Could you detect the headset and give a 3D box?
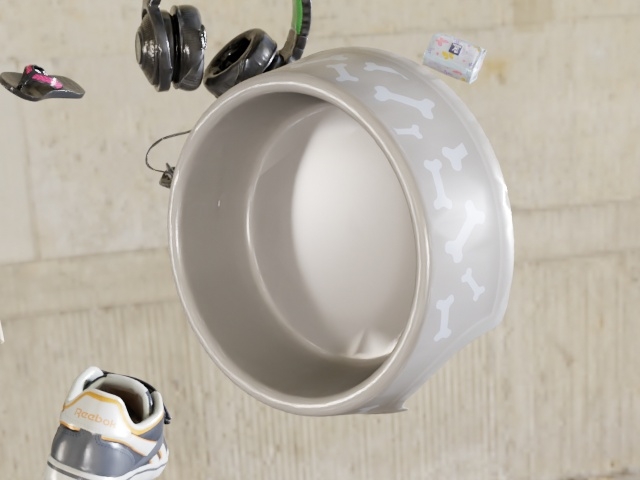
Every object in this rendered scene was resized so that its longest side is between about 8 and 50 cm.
[{"bbox_3d":[-0.154,-0.252,1.793,0.243,0.394,0.185,16,15,-23],"label":"headset"}]

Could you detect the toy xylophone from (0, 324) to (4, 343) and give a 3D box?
[{"bbox_3d":[-0.589,0.163,1.889,0.236,0.081,0.323,-19,40,-3],"label":"toy xylophone"}]

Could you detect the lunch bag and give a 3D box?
[{"bbox_3d":[0.174,-0.237,1.604,0.071,0.053,0.083,23,21,10],"label":"lunch bag"}]

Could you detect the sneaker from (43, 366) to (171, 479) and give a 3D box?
[{"bbox_3d":[-0.243,0.224,1.512,0.126,0.127,0.321,17,0,0],"label":"sneaker"}]

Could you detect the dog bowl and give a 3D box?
[{"bbox_3d":[0.000,0.000,1.120,0.348,0.349,0.102,9,13,39],"label":"dog bowl"}]

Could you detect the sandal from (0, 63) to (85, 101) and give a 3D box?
[{"bbox_3d":[-0.419,-0.244,1.873,0.067,0.040,0.179,42,23,17],"label":"sandal"}]
